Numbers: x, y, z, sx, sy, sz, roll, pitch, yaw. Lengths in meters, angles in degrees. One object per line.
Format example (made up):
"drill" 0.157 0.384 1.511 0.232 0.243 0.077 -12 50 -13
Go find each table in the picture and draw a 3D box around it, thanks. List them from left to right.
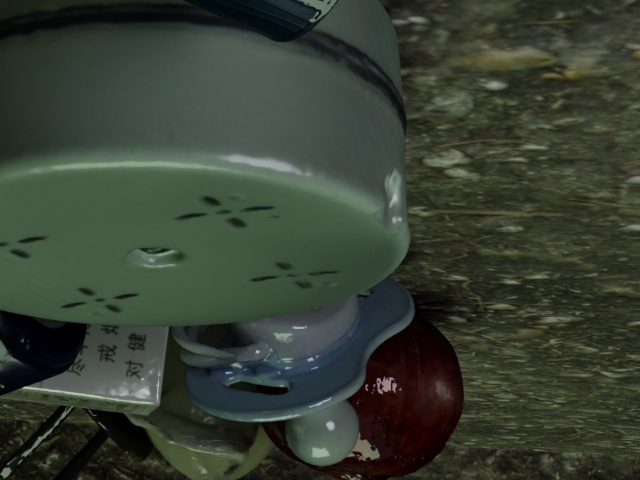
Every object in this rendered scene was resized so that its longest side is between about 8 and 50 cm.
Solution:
"table" -0.420 0.273 1.737 0.249 0.317 0.317 -41 157 1

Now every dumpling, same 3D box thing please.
"dumpling" -0.203 0.219 1.718 0.315 0.233 0.395 20 -166 -6

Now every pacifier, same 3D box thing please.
"pacifier" -0.024 0.150 1.348 0.244 0.233 0.299 0 -153 32

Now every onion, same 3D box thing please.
"onion" 0.052 0.207 1.578 0.276 0.276 0.276 5 164 1

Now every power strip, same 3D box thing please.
"power strip" -0.120 -0.059 0.807 0.357 0.161 0.357 -2 161 -1

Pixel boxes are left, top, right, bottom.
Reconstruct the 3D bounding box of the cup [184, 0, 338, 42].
"cup" -0.068 -0.166 0.569 0.138 0.113 0.150 17 158 -31

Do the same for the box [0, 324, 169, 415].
"box" -0.322 0.054 1.238 0.330 0.210 0.095 9 163 -16

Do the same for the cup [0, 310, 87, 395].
"cup" -0.361 0.048 0.989 0.256 0.178 0.255 -20 140 16
